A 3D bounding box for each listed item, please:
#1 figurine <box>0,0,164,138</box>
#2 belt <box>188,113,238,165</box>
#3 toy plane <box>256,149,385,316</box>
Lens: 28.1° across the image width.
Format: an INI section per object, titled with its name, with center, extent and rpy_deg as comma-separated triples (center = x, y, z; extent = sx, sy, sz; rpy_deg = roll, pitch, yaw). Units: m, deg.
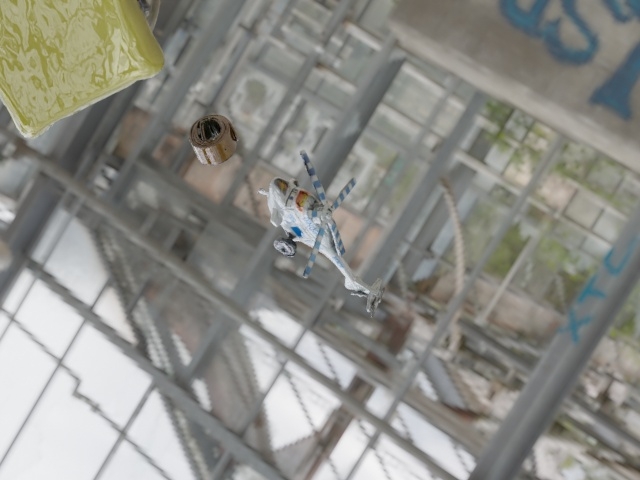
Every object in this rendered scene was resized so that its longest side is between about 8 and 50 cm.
[figurine]
center = -0.361, -0.292, 1.415
extent = 0.361, 0.266, 0.378
rpy_deg = -11, -152, -3
[belt]
center = -0.136, -0.131, 1.634
extent = 0.083, 0.059, 0.036
rpy_deg = -111, -2, -55
[toy plane]
center = 0.005, -0.008, 1.957
extent = 0.107, 0.182, 0.273
rpy_deg = 1, 159, 36
